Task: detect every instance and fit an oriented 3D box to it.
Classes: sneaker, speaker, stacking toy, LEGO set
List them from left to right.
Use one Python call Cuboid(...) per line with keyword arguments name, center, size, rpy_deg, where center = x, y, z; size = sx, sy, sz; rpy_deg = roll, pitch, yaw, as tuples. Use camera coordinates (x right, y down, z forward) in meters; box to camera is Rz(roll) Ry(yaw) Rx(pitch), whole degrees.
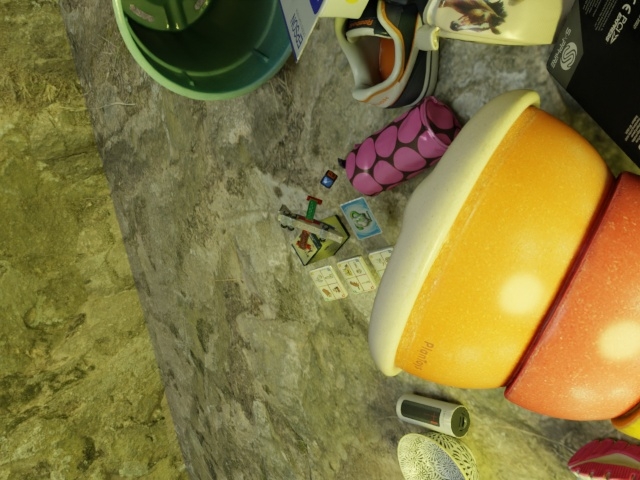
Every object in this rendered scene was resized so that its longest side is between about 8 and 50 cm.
Cuboid(name="LEGO set", center=(0.034, -0.011, 0.899), size=(0.183, 0.060, 0.244), rpy_deg=(-18, 115, 29))
Cuboid(name="sneaker", center=(0.096, -0.346, 0.679), size=(0.126, 0.128, 0.321), rpy_deg=(17, 118, 51))
Cuboid(name="speaker", center=(0.206, 0.320, 0.904), size=(0.136, 0.055, 0.055), rpy_deg=(-7, 100, 55))
Cuboid(name="stacking toy", center=(0.320, 0.087, 0.496), size=(0.480, 0.351, 0.350), rpy_deg=(29, 130, 21))
Cuboid(name="sneaker", center=(0.431, 0.320, 0.573), size=(0.252, 0.103, 0.111), rpy_deg=(-12, 100, 61))

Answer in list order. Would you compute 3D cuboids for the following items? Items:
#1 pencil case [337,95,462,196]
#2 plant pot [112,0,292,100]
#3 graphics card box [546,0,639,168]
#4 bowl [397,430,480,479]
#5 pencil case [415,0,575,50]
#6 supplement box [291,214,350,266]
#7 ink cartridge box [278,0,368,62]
Cuboid(name="pencil case", center=(0.123, -0.146, 0.770), size=(0.209, 0.095, 0.098), rpy_deg=(-24, 63, 53))
Cuboid(name="plant pot", center=(-0.251, -0.488, 0.933), size=(0.334, 0.341, 0.341), rpy_deg=(47, 139, 43))
Cuboid(name="graphics card box", center=(0.332, -0.114, 0.338), size=(0.232, 0.094, 0.370), rpy_deg=(90, 161, -54))
Cuboid(name="bowl", center=(0.229, 0.412, 0.894), size=(0.170, 0.080, 0.170), rpy_deg=(27, 125, 45))
Cuboid(name="pencil case", center=(0.208, -0.383, 0.457), size=(0.160, 0.184, 0.410), rpy_deg=(-95, 11, -56))
Cuboid(name="supplement box", center=(0.000, 0.000, 1.004), size=(0.056, 0.083, 0.083), rpy_deg=(59, 143, 17))
Cuboid(name="ink cartridge box", center=(0.029, -0.440, 0.649), size=(0.307, 0.072, 0.303), rpy_deg=(122, 145, -44))
